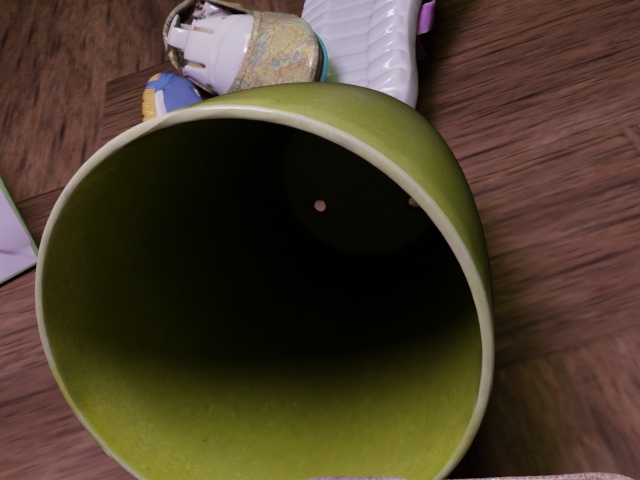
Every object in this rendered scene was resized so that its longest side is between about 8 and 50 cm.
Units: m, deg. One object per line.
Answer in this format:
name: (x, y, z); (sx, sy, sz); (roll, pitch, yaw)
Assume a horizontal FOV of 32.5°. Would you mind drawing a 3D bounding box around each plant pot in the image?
plant pot: (0.000, 0.000, 0.753); (0.274, 0.275, 0.293); (-7, 21, 19)

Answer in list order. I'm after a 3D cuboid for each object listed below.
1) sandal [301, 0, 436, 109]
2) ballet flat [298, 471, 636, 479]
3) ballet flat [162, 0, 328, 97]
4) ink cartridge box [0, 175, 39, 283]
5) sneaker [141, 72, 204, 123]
sandal: (0.060, -0.212, 1.161); (0.169, 0.102, 0.416); (-17, 43, 33)
ballet flat: (0.035, 0.164, 0.581); (0.316, 0.106, 0.108); (-11, 62, 15)
ballet flat: (-0.099, -0.197, 1.153); (0.123, 0.123, 0.348); (-26, 23, -9)
ink cartridge box: (-0.446, -0.044, 1.156); (0.207, 0.119, 0.353); (-30, 35, -13)
sneaker: (-0.100, -0.068, 1.040); (0.131, 0.112, 0.296); (-8, 37, -6)
